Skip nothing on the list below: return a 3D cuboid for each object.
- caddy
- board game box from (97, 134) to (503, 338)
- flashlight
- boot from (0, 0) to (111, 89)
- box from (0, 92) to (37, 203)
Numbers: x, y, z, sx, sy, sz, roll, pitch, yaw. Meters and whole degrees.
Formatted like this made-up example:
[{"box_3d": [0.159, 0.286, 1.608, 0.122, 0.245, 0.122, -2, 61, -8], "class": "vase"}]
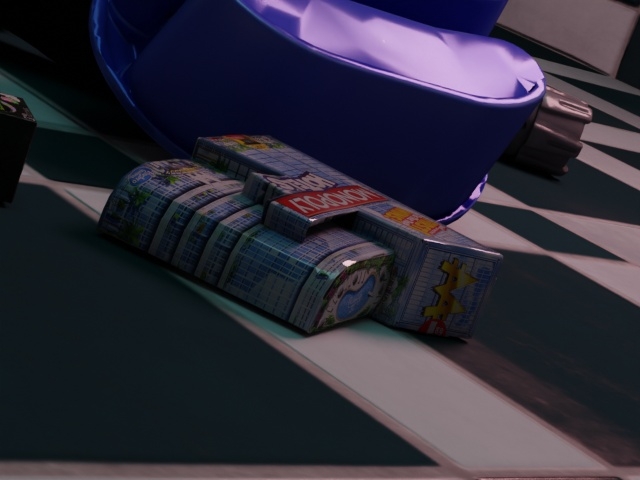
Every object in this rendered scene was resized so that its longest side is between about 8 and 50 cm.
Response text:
[{"box_3d": [-0.001, -0.135, 1.357, 0.341, 0.179, 0.241, 14, 46, -27], "class": "caddy"}, {"box_3d": [0.000, 0.000, 1.089, 0.194, 0.060, 0.194, 24, 13, 19], "class": "board game box"}, {"box_3d": [0.123, -0.156, 1.842, 0.304, 0.103, 0.103, 18, 12, -7], "class": "flashlight"}, {"box_3d": [-0.277, -0.212, 1.379, 0.348, 0.131, 0.260, 33, 22, 12], "class": "boot"}, {"box_3d": [-0.211, -0.062, 1.034, 0.083, 0.052, 0.062, 15, 12, -21], "class": "box"}]
